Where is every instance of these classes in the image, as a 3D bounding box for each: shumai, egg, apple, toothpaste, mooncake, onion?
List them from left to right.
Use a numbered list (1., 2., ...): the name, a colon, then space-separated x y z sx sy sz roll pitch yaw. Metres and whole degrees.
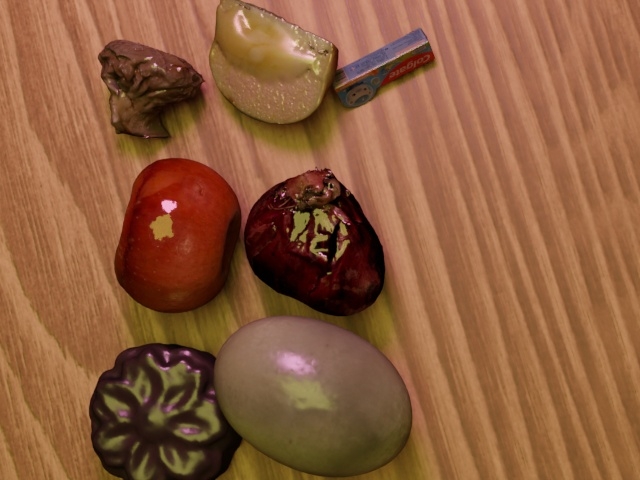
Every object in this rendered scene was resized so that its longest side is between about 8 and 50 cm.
1. shumai: -0.329 -0.275 1.883 0.206 0.166 0.176 19 96 35
2. mooncake: -0.280 0.321 1.811 0.283 0.141 0.283 -1 86 9
3. apple: -0.253 -0.007 1.790 0.206 0.251 0.272 14 69 -4
4. apple: -0.089 -0.319 1.865 0.265 0.120 0.193 28 104 20
5. egg: -0.013 0.263 1.710 0.352 0.258 0.258 21 87 1
6. onion: -0.005 0.014 1.759 0.221 0.281 0.281 -34 76 -37
7. toothpaste: 0.117 -0.316 1.865 0.193 0.070 0.044 -26 51 6
